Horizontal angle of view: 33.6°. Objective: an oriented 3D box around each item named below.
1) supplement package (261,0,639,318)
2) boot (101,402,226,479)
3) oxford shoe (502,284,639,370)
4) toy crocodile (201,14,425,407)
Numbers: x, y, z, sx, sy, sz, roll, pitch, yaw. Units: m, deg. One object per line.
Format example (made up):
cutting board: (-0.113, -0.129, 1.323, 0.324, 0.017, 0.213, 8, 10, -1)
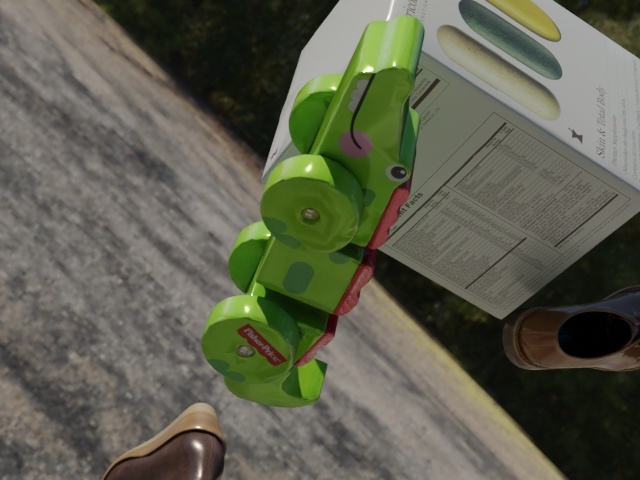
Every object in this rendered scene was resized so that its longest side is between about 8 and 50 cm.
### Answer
supplement package: (0.122, -0.108, 0.937, 0.262, 0.198, 0.199, 29, 43, -15)
boot: (-0.195, 0.317, 1.200, 0.090, 0.248, 0.207, 32, 22, -19)
oxford shoe: (0.269, 0.081, 0.934, 0.076, 0.212, 0.076, -12, -94, 63)
toy crocodile: (0.000, 0.000, 0.728, 0.105, 0.341, 0.115, 21, 38, -6)
